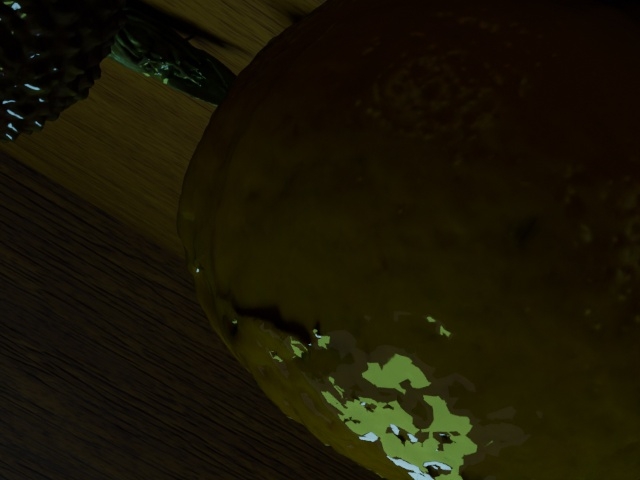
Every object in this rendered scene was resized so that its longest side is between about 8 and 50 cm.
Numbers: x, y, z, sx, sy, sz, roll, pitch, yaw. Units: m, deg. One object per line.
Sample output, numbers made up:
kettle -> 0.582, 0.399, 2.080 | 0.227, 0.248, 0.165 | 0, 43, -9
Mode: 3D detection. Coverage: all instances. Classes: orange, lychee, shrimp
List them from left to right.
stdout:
lychee -> -0.251, -0.193, 1.127 | 0.271, 0.271, 0.271 | 28, 171, 5
shrimp -> -0.199, -0.213, 1.408 | 0.296, 0.058, 0.169 | 29, 170, 24
orange -> 0.099, -0.007, 0.869 | 0.340, 0.293, 0.340 | 33, -175, -3

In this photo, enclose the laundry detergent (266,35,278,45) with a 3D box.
laundry detergent -> 0.105, -0.064, 1.186 | 0.335, 0.088, 0.159 | 23, 169, 29
